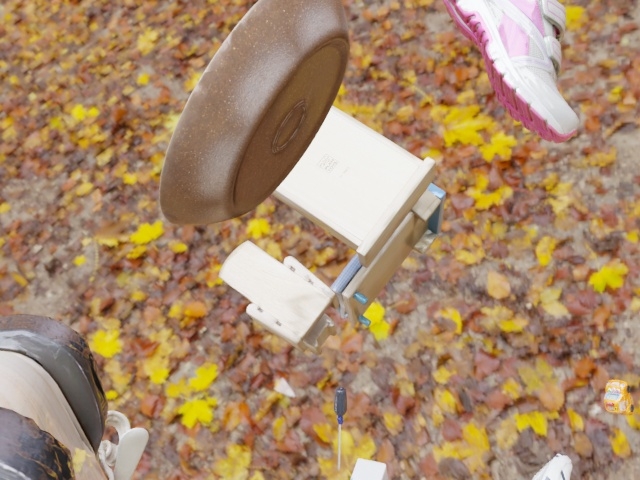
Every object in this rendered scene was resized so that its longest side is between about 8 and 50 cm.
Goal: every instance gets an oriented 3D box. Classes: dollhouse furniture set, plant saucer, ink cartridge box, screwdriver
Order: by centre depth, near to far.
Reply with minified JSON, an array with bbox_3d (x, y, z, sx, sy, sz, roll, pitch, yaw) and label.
[{"bbox_3d":[-0.033,-0.085,0.527,0.036,0.198,0.198,34,71,10],"label":"plant saucer"},{"bbox_3d":[0.000,0.000,1.000,0.198,0.303,0.286,34,78,18],"label":"dollhouse furniture set"},{"bbox_3d":[0.078,0.434,1.270,0.052,0.122,0.088,6,40,21],"label":"ink cartridge box"},{"bbox_3d":[0.038,0.348,1.415,0.025,0.170,0.024,5,16,30],"label":"screwdriver"}]

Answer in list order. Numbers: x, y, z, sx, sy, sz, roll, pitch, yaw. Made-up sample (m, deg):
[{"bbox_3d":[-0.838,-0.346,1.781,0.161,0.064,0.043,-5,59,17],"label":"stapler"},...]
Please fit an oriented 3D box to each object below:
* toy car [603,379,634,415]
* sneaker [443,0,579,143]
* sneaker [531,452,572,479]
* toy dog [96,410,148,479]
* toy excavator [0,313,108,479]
[{"bbox_3d":[0.478,0.256,1.160,0.040,0.060,0.122,-19,27,-36],"label":"toy car"},{"bbox_3d":[0.235,-0.232,0.882,0.111,0.103,0.252,-28,80,7],"label":"sneaker"},{"bbox_3d":[0.397,0.464,1.244,0.153,0.094,0.235,35,38,11],"label":"sneaker"},{"bbox_3d":[-0.331,0.341,1.166,0.161,0.334,0.220,-15,65,20],"label":"toy dog"},{"bbox_3d":[-0.258,0.309,0.386,0.445,0.433,0.222,-24,13,-8],"label":"toy excavator"}]
